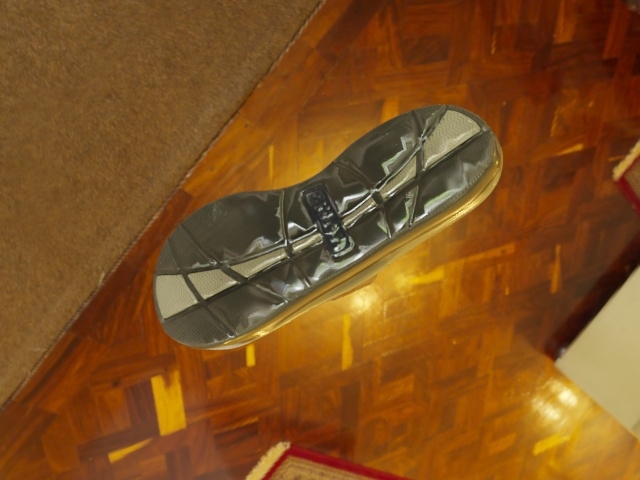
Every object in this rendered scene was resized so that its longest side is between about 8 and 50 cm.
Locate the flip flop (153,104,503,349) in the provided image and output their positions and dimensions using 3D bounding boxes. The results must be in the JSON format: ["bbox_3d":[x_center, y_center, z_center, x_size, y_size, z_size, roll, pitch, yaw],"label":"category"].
[{"bbox_3d":[0.000,0.000,0.467,0.277,0.112,0.080,-29,150,12],"label":"flip flop"}]
